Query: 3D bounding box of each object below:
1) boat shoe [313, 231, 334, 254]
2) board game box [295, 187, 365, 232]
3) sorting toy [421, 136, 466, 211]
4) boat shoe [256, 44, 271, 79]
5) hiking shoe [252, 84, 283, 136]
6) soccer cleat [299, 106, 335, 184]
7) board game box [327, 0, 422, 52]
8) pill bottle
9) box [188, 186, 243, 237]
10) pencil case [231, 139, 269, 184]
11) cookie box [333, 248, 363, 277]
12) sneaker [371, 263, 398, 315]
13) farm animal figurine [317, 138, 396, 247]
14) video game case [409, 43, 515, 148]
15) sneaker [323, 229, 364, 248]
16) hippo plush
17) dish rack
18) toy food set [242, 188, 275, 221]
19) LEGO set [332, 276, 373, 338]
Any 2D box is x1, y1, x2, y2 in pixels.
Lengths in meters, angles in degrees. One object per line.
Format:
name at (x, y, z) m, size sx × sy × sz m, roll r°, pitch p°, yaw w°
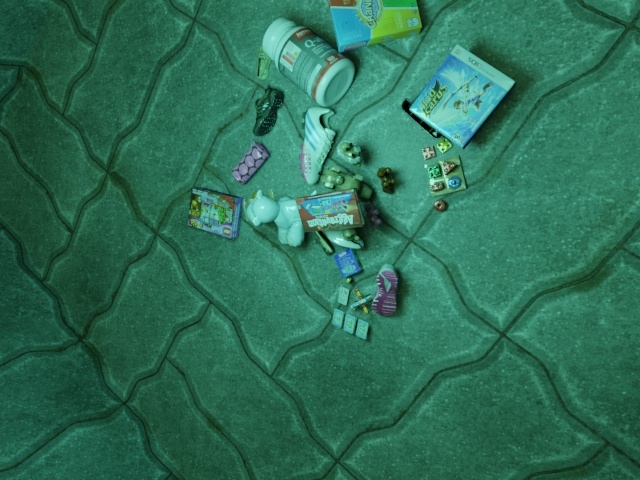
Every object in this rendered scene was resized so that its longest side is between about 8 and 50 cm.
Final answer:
boat shoe at (0.000, 0.000, 1.896) m, size 0.049 × 0.056 × 0.152 m, roll -41°, pitch 78°, yaw 19°
board game box at (0.032, -0.112, 1.645) m, size 0.282 × 0.027 × 0.144 m, roll -5°, pitch 107°, yaw 38°
sorting toy at (0.473, -0.255, 1.639) m, size 0.132 × 0.046 × 0.274 m, roll -13°, pitch 90°, yaw 27°
boat shoe at (-0.260, -0.805, 1.925) m, size 0.056 × 0.048 × 0.152 m, roll 16°, pitch 103°, yaw 23°
hiking shoe at (-0.254, -0.586, 1.943) m, size 0.114 × 0.086 × 0.226 m, roll 39°, pitch 106°, yaw 31°
soccer cleat at (-0.007, -0.401, 1.815) m, size 0.143 × 0.116 × 0.330 m, roll 4°, pitch 98°, yaw 26°
board game box at (0.198, -0.871, 1.614) m, size 0.317 × 0.064 × 0.242 m, roll -13°, pitch 91°, yaw 1°
pill bottle at (-0.054, -0.732, 1.744) m, size 0.363 × 0.210 × 0.210 m, roll 43°, pitch 112°, yaw 15°
box at (-0.526, -0.143, 2.125) m, size 0.294 × 0.057 × 0.200 m, roll 15°, pitch 103°, yaw 27°
pencil case at (-0.331, -0.362, 1.994) m, size 0.098 × 0.095 × 0.209 m, roll 36°, pitch 113°, yaw -20°
cookie box at (0.122, 0.096, 1.857) m, size 0.092 × 0.040 × 0.107 m, roll -25°, pitch 86°, yaw 27°
sneaker at (0.277, 0.202, 1.766) m, size 0.103 × 0.111 × 0.252 m, roll 13°, pitch 124°, yaw 11°
farm animal figurine at (0.127, -0.189, 1.726) m, size 0.327 × 0.172 × 0.330 m, roll 37°, pitch 90°, yaw -7°
video game case at (0.495, -0.505, 1.513) m, size 0.244 × 0.061 × 0.269 m, roll 41°, pitch 109°, yaw 15°
sneaker at (0.068, -0.078, 1.819) m, size 0.305 × 0.114 × 0.152 m, roll 37°, pitch 111°, yaw 18°
hippo plush at (-0.188, -0.090, 1.823) m, size 0.294 × 0.237 × 0.234 m, roll -1°, pitch 89°, yaw 59°
dish rack at (0.463, -0.536, 1.593) m, size 0.208 × 0.074 × 0.271 m, roll 47°, pitch 112°, yaw 12°
toy food set at (-0.301, -0.164, 2.031) m, size 0.192 × 0.039 × 0.132 m, roll -16°, pitch 89°, yaw 27°
LEGO set at (0.133, 0.288, 1.848) m, size 0.183 × 0.060 × 0.244 m, roll 20°, pitch 107°, yaw 36°
